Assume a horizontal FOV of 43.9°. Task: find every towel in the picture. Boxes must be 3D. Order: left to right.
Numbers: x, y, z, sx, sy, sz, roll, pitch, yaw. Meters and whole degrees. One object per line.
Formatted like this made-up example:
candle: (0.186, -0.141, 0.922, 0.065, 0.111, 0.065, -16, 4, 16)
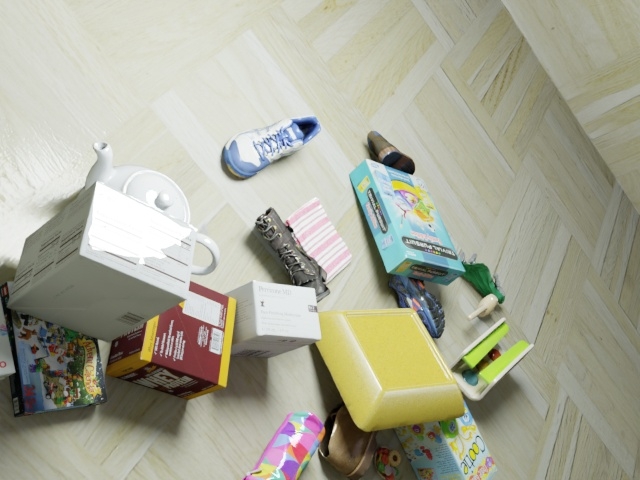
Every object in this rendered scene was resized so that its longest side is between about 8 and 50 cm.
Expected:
towel: (0.000, 0.000, 2.034, 0.197, 0.029, 0.144, 58, 42, -8)

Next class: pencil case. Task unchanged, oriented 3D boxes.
pencil case: (-0.079, 0.462, 1.668, 0.104, 0.104, 0.236, 54, 40, -11)

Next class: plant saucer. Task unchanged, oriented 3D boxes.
plant saucer: (0.170, 0.279, 1.901, 0.332, 0.081, 0.333, 1, 44, -35)

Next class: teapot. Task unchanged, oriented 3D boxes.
teapot: (-0.347, -0.046, 1.574, 0.256, 0.187, 0.253, 1, 70, -47)

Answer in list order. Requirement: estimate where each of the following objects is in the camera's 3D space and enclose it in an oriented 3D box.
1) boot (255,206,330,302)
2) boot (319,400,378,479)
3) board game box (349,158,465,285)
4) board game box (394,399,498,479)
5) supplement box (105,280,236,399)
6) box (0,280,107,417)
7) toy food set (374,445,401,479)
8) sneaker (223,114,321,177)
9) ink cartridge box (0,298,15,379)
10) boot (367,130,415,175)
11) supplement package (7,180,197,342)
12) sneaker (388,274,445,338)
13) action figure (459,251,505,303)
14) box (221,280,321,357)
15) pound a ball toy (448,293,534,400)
boot: (-0.079, 0.039, 1.849, 0.229, 0.091, 0.263, 54, 9, -14)
boot: (0.088, 0.400, 1.874, 0.115, 0.112, 0.305, 35, 50, -15)
board game box: (0.241, -0.050, 2.210, 0.253, 0.079, 0.336, 13, 46, -42)
board game box: (0.306, 0.504, 2.013, 0.142, 0.144, 0.275, -26, 91, -49)
supplement box: (-0.289, 0.187, 1.560, 0.194, 0.129, 0.191, 27, 53, -35)
box: (-0.479, 0.188, 1.425, 0.159, 0.044, 0.233, 1, 70, -46)
toy food set: (0.162, 0.542, 1.936, 0.083, 0.020, 0.083, 36, 48, -29)
sneaker: (-0.116, -0.250, 1.964, 0.296, 0.131, 0.112, -37, 100, -47)
ink cartridge box: (-0.587, 0.152, 1.266, 0.128, 0.127, 0.176, -3, 72, -47)
boot: (0.209, -0.251, 2.334, 0.106, 0.082, 0.219, 57, 10, 27)
supplement package: (-0.374, 0.047, 1.370, 0.204, 0.261, 0.145, 28, 51, -34)
sneaker: (0.266, 0.173, 2.179, 0.083, 0.087, 0.221, -25, 83, -55)
action figure: (0.506, 0.123, 2.446, 0.232, 0.137, 0.063, 47, 67, -33)
box: (-0.127, 0.173, 1.697, 0.181, 0.182, 0.119, 10, 64, -43)
pound a ball toy: (0.472, 0.312, 2.320, 0.208, 0.136, 0.319, 44, 38, 16)
